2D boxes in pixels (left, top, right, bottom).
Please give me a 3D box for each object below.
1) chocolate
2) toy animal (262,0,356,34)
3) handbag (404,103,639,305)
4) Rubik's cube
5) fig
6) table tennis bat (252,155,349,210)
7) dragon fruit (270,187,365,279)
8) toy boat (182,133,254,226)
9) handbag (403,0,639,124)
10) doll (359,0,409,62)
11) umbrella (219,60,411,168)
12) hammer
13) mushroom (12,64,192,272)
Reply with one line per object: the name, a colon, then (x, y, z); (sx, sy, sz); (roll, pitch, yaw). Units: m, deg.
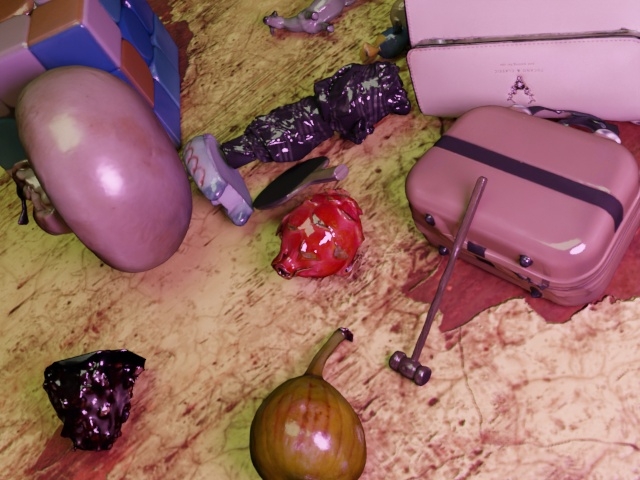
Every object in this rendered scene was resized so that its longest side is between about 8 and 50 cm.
chocolate: (-0.336, 0.251, 1.136); (0.156, 0.156, 0.133); (-18, 70, 13)
toy animal: (-0.002, -0.475, 1.532); (0.217, 0.073, 0.176); (-37, 34, -9)
handbag: (0.299, -0.080, 1.048); (0.302, 0.149, 0.283); (28, 70, 39)
Rubik's cube: (-0.507, -0.344, 1.497); (0.347, 0.346, 0.344); (-19, 51, 13)
fig: (-0.010, 0.205, 0.992); (0.151, 0.151, 0.259); (-9, 49, 20)
table tennis bat: (-0.030, -0.099, 1.225); (0.138, 0.022, 0.246); (-45, 20, -24)
dragon fruit: (0.000, 0.000, 1.150); (0.166, 0.133, 0.136); (-46, 10, -19)
toy boat: (-0.189, -0.104, 1.307); (0.079, 0.134, 0.207); (-38, 44, 9)
handbag: (0.321, -0.298, 1.136); (0.359, 0.236, 0.160); (7, 36, 31)
doll: (0.150, -0.398, 1.396); (0.179, 0.102, 0.089); (-30, 92, -2)
umbrella: (-0.012, -0.197, 1.271); (0.337, 0.154, 0.128); (-23, 91, 2)
hammer: (0.162, 0.052, 0.991); (0.058, 0.029, 0.292); (28, 107, 35)
mushroom: (-0.382, -0.101, 1.244); (0.295, 0.362, 0.362); (-27, 49, -4)
